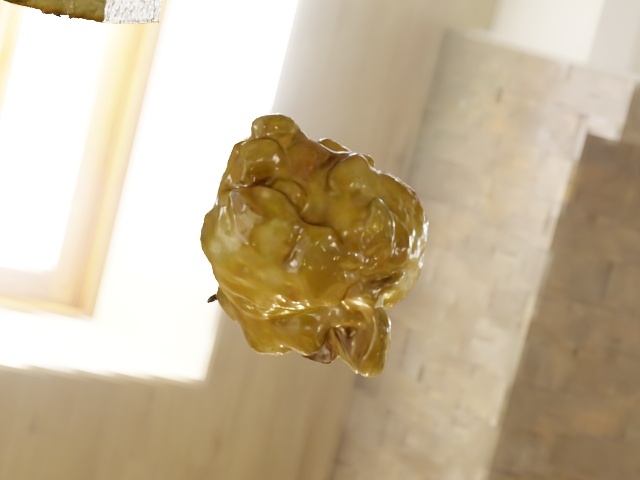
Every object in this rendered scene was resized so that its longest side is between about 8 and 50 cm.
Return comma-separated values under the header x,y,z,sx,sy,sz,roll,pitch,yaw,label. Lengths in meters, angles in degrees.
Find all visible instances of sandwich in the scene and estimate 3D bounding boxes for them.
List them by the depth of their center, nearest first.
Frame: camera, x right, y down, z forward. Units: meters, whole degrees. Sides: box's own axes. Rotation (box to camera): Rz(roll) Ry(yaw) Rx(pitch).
x,y,z,sx,sy,sz,roll,pitch,yaw,label
-0.229,-0.248,1.806,0.193,0.058,0.162,8,-168,-24,sandwich

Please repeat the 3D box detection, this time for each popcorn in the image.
x,y,z,sx,sy,sz,roll,pitch,yaw,label
0.003,0.003,1.647,0.191,0.253,0.190,23,-130,25,popcorn
